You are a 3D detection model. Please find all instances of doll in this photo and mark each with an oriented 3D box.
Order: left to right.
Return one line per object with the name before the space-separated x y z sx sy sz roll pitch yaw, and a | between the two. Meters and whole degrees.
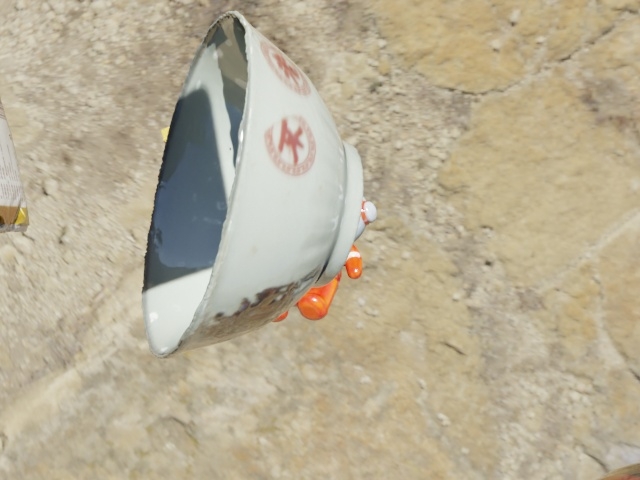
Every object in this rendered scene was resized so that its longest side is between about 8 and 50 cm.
doll | 0.000 0.000 1.785 0.105 0.200 0.336 61 37 -35

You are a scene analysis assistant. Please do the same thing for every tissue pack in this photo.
tissue pack | -0.431 -0.113 1.257 0.092 0.183 0.226 -11 90 4

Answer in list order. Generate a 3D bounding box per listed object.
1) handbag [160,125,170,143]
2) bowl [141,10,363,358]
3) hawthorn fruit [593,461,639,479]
handbag | -0.176 -0.124 1.406 0.061 0.083 0.027 -23 148 -7
bowl | -0.057 -0.041 1.020 0.158 0.337 0.337 11 93 -20
hawthorn fruit | 0.213 0.249 0.692 0.248 0.208 0.208 21 89 -45
